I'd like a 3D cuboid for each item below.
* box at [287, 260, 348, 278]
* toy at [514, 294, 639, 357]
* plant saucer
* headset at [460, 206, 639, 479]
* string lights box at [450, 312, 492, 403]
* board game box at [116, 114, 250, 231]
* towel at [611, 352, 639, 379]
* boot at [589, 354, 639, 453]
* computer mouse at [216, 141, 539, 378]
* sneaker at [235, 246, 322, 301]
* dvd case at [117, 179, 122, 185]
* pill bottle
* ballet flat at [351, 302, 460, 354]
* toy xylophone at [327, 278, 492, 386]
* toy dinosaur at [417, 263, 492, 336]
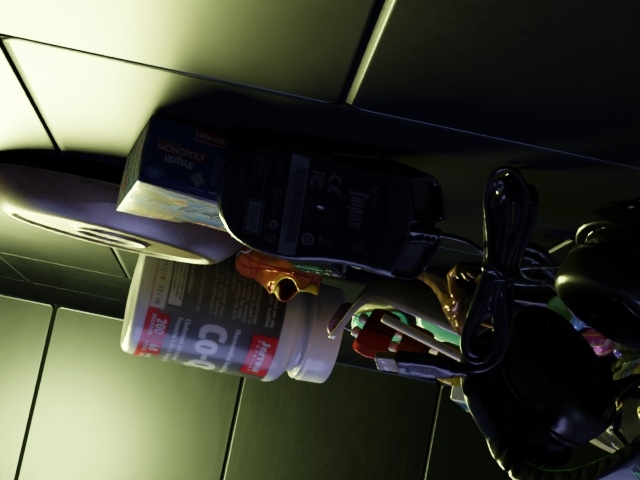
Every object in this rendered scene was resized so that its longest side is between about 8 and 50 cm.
[{"bbox_3d":[0.000,0.000,1.378,0.052,0.062,0.083,8,171,14],"label":"box"},{"bbox_3d":[0.364,0.118,1.687,0.237,0.056,0.137,19,169,-42],"label":"toy"},{"bbox_3d":[-0.230,-0.024,1.516,0.311,0.050,0.310,13,173,2],"label":"plant saucer"},{"bbox_3d":[0.244,0.092,1.139,0.185,0.243,0.394,38,-171,-22],"label":"headset"},{"bbox_3d":[0.255,0.191,2.022,0.077,0.133,0.259,9,170,13],"label":"string lights box"},{"bbox_3d":[-0.102,-0.048,1.217,0.194,0.060,0.194,15,171,-26],"label":"board game box"},{"bbox_3d":[0.476,0.145,1.628,0.237,0.021,0.102,-5,168,4],"label":"towel"},{"bbox_3d":[0.485,0.227,1.892,0.377,0.138,0.284,44,158,22],"label":"boot"},{"bbox_3d":[0.044,0.015,1.105,0.262,0.184,0.060,7,-166,14],"label":"computer mouse"},{"bbox_3d":[-0.060,0.042,1.701,0.064,0.067,0.175,15,172,-30],"label":"sneaker"},{"bbox_3d":[-0.149,-0.050,1.410,0.087,0.013,0.119,17,171,-31],"label":"dvd case"},{"bbox_3d":[-0.118,0.103,1.845,0.283,0.161,0.161,13,171,-11],"label":"pill bottle"},{"bbox_3d":[0.151,0.115,1.907,0.086,0.086,0.248,20,169,-43],"label":"ballet flat"},{"bbox_3d":[0.161,0.140,1.693,0.323,0.081,0.236,25,-167,13],"label":"toy xylophone"},{"bbox_3d":[0.160,0.072,1.580,0.064,0.112,0.211,-8,-135,-33],"label":"toy dinosaur"}]
